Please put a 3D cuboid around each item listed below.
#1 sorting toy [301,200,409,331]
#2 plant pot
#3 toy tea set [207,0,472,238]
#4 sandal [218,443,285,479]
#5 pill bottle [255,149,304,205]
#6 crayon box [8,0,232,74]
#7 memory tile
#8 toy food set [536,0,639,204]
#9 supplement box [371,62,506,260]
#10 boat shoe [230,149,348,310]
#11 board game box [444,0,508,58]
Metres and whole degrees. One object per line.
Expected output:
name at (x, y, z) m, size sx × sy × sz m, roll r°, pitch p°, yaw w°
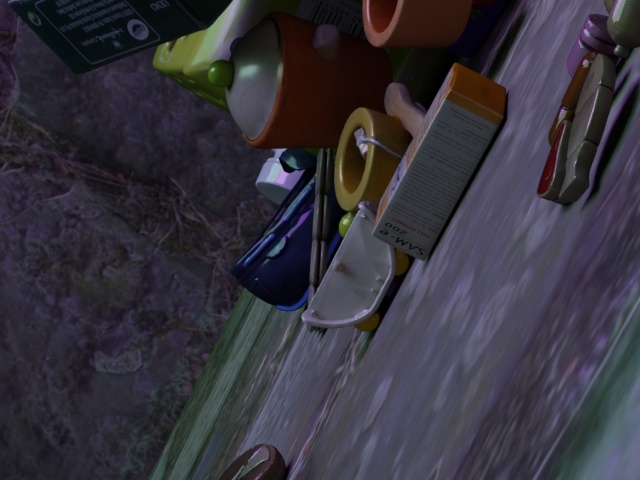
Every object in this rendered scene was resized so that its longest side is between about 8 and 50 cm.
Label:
sorting toy at (0.031, 0.016, 1.135) m, size 0.083 × 0.045 × 0.075 m, roll -63°, pitch -4°, yaw 16°
plant pot at (0.006, -0.188, 1.540) m, size 0.227 × 0.228 × 0.207 m, roll -63°, pitch 11°, yaw 5°
toy tea set at (0.016, -0.178, 1.193) m, size 0.200 × 0.124 × 0.336 m, roll -131°, pitch 51°, yaw -64°
sandal at (-0.073, 0.204, 1.247) m, size 0.180 × 0.049 × 0.072 m, roll -43°, pitch 20°, yaw 34°
pill bottle at (0.008, -0.118, 1.851) m, size 0.180 × 0.108 × 0.108 m, roll -64°, pitch 4°, yaw -13°
crayon box at (-0.064, -0.271, 1.332) m, size 0.323 × 0.083 × 0.203 m, roll -53°, pitch 23°, yaw -24°
memory tile at (0.000, 0.000, 1.463) m, size 0.113 × 0.012 × 0.148 m, roll 131°, pitch 143°, yaw -88°
toy food set at (0.111, -0.063, 0.720) m, size 0.078 × 0.019 × 0.122 m, roll 127°, pitch 162°, yaw -72°
supplement box at (0.068, -0.046, 1.041) m, size 0.098 × 0.036 × 0.062 m, roll -62°, pitch 3°, yaw 21°
boat shoe at (-0.001, -0.062, 1.709) m, size 0.258 × 0.089 × 0.109 m, roll -64°, pitch 4°, yaw -10°
board game box at (0.135, -0.339, 1.339) m, size 0.233 × 0.078 × 0.347 m, roll 121°, pitch 163°, yaw -47°
